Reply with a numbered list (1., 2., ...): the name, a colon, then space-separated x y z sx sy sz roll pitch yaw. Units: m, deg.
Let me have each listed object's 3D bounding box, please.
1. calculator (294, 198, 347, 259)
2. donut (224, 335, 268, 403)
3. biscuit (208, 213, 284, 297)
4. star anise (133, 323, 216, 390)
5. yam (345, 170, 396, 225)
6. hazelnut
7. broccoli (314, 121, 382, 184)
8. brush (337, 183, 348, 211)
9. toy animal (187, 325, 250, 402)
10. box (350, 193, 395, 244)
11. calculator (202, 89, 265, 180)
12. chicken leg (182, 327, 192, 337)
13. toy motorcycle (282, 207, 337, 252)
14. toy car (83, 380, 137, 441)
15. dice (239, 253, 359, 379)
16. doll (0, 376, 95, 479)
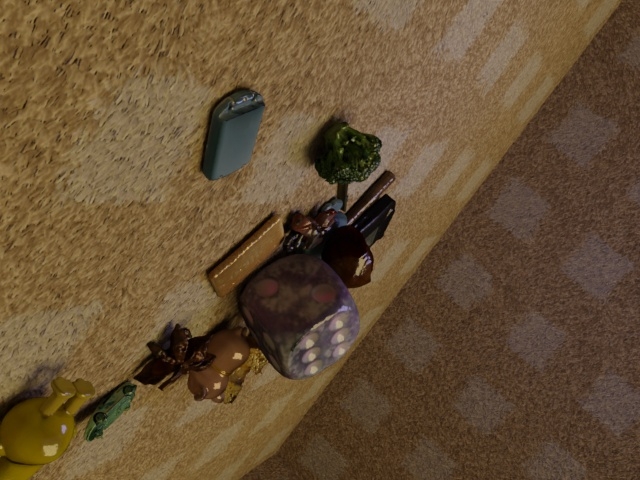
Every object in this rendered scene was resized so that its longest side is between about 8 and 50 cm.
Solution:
1. calculator: 0.000 0.000 2.013 0.188 0.042 0.302 -18 142 -41
2. donut: -0.258 0.394 2.091 0.259 0.101 0.152 -51 -156 20
3. biscuit: -0.193 0.041 1.707 0.250 0.030 0.160 -44 163 -17
4. star anise: -0.371 0.312 1.694 0.212 0.111 0.196 -49 155 10
5. yam: 0.129 -0.106 2.140 0.327 0.045 0.045 -46 128 -9
6. hazelnut: 0.090 0.053 1.964 0.160 0.170 0.201 -33 149 -50
7. broccoli: 0.065 -0.212 1.616 0.195 0.195 0.156 -49 127 -2
8. brush: 0.072 -0.145 1.946 0.027 0.034 0.190 -53 164 -21
9. toy animal: -0.303 0.361 1.933 0.248 0.149 0.165 -60 147 -2
10. box: 0.144 -0.013 2.297 0.289 0.073 0.290 -42 165 -22
11. calculator: -0.171 -0.201 1.258 0.121 0.039 0.210 -32 156 -38
12. chicken leg: -0.370 0.255 1.740 0.083 0.021 0.036 -6 126 -61
13. toy motorcycle: -0.023 -0.041 1.831 0.212 0.084 0.118 -28 144 -44
14. toy car: -0.541 0.431 1.641 0.186 0.058 0.093 -47 166 -49
15. dice: -0.062 0.224 1.902 0.270 0.271 0.270 -31 143 -19
16. doll: -0.614 0.438 1.351 0.363 0.145 0.199 -48 148 9
